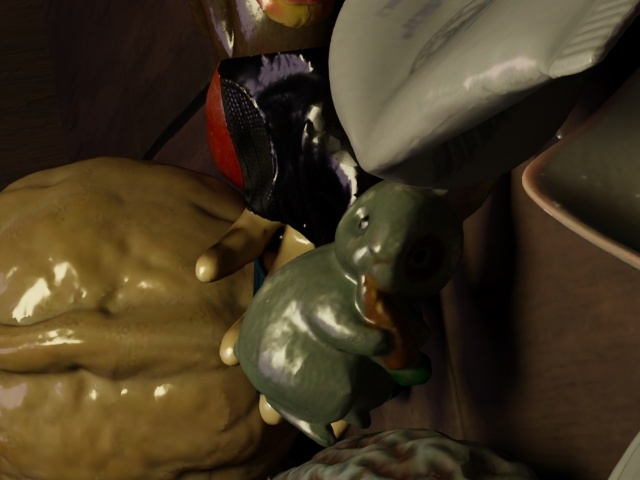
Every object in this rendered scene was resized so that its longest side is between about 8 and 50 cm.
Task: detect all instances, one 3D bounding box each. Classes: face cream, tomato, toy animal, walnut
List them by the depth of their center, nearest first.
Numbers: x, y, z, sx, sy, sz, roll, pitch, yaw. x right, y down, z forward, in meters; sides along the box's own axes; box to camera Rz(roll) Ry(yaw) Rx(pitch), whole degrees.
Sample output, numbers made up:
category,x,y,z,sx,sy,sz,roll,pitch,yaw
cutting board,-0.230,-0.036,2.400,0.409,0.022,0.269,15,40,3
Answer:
category,x,y,z,sx,sy,sz,roll,pitch,yaw
face cream,0.112,-0.115,0.716,0.137,0.235,0.420,46,166,-6
toy animal,0.031,0.020,1.034,0.138,0.108,0.236,28,112,17
tomato,-0.069,-0.120,1.516,0.166,0.082,0.174,-152,52,-71
walnut,-0.183,0.096,1.534,0.381,0.381,0.381,171,90,-74

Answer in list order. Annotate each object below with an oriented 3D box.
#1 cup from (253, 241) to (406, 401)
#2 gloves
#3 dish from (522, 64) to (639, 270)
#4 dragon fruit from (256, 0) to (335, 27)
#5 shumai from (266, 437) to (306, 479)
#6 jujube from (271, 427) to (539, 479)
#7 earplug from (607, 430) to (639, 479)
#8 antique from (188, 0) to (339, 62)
category,x,y,z,sx,sy,sz,roll,pitch,yaw
cup,0.002,0.068,1.319,0.138,0.113,0.150,96,160,-46
gloves,0.005,-0.005,1.176,0.197,0.152,0.301,0,79,51
dish,0.189,-0.031,0.614,0.077,0.151,0.212,43,179,-24
dragon fruit,-0.018,-0.264,1.026,0.227,0.224,0.224,-26,73,53
shumai,-0.091,0.263,1.698,0.209,0.153,0.161,-139,50,-71
jujube,0.052,0.233,1.037,0.317,0.226,0.226,163,98,-71
earplug,0.209,0.164,0.576,0.214,0.175,0.326,-41,46,31
antique,-0.043,-0.232,1.299,0.143,0.121,0.257,-124,28,-42
